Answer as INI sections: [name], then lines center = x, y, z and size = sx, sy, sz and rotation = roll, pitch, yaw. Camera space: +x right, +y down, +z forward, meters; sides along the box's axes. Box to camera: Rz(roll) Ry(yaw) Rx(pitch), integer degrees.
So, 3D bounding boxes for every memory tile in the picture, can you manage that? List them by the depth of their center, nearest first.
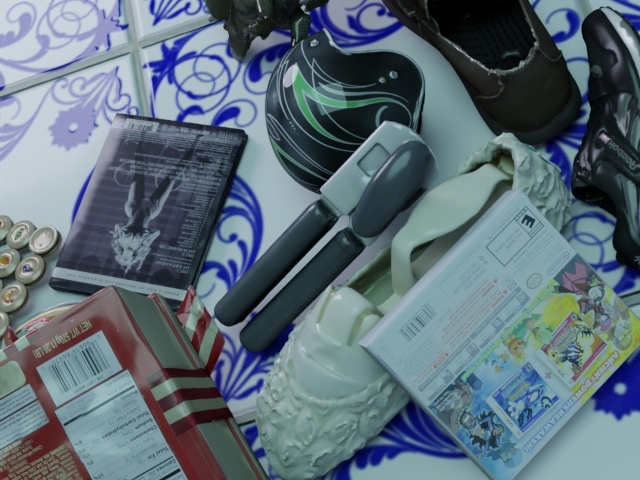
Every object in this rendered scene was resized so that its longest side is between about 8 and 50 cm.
[memory tile]
center = -0.355, 0.040, 1.620
size = 0.113, 0.012, 0.148
rotation = 14, 66, 32

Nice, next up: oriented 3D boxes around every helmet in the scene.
[helmet]
center = 0.022, -0.128, 1.508
size = 0.161, 0.169, 0.169
rotation = 10, 66, 4

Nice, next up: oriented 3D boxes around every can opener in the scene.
[can opener]
center = 0.000, 0.000, 1.428
size = 0.076, 0.095, 0.283
rotation = 46, 107, 5

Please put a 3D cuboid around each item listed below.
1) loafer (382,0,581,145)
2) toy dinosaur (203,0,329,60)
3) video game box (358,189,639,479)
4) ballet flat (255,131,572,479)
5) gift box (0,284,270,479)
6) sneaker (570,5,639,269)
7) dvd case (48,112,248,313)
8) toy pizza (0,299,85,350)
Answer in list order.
[loafer]
center = 0.153, -0.266, 1.555
size = 0.134, 0.130, 0.366
rotation = -35, 58, -2
[toy dinosaur]
center = -0.021, -0.291, 1.563
size = 0.313, 0.121, 0.160
rotation = -40, 52, 28
[video game box]
center = 0.170, 0.089, 1.354
size = 0.205, 0.048, 0.187
rotation = -44, 97, -8
[ballet flat]
center = 0.072, 0.048, 1.418
size = 0.409, 0.147, 0.147
rotation = -46, 59, -8
[gift box]
center = -0.201, 0.173, 1.357
size = 0.255, 0.258, 0.276
rotation = -26, 81, 1
[sneaker]
center = 0.289, -0.103, 1.444
size = 0.124, 0.107, 0.283
rotation = -25, 59, 11
[dvd case]
center = -0.186, -0.033, 1.611
size = 0.164, 0.018, 0.221
rotation = 9, 66, 21
[toy pizza]
center = -0.267, 0.150, 1.533
size = 0.201, 0.032, 0.201
rotation = -8, 61, 15
